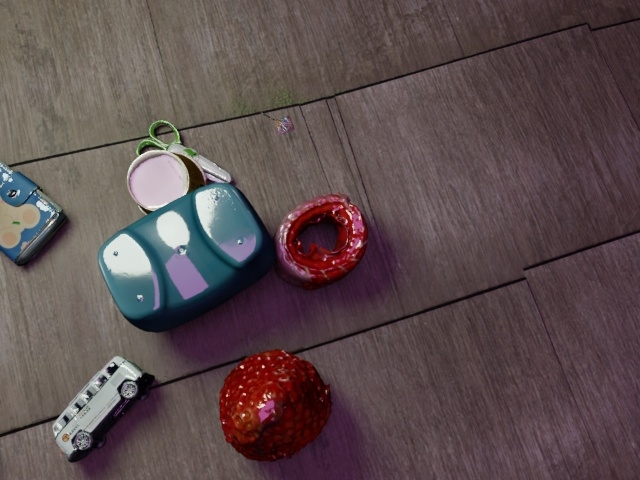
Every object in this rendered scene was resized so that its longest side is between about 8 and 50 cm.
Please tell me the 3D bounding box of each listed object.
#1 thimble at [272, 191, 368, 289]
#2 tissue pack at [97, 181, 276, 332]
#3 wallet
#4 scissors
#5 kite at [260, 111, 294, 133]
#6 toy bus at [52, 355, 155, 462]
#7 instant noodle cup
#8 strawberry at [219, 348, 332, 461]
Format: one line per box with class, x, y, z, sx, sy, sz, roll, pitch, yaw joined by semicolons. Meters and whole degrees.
thimble;-0.002;0.006;1.127;0.190;0.125;0.163;-36;85;-13
tissue pack;-0.233;0.034;1.046;0.287;0.206;0.198;-31;80;-7
wallet;-0.605;-0.063;1.115;0.202;0.059;0.141;38;82;6
scissors;-0.275;-0.167;1.191;0.204;0.027;0.101;29;80;2
kite;-0.089;-0.261;1.246;0.044;0.002;0.078;-40;84;-13
toy bus;-0.394;0.299;1.037;0.089;0.087;0.194;38;76;11
instant noodle cup;-0.301;-0.106;1.112;0.152;0.122;0.151;0;91;-3
strawberry;-0.082;0.288;0.987;0.205;0.244;0.205;0;78;-2
